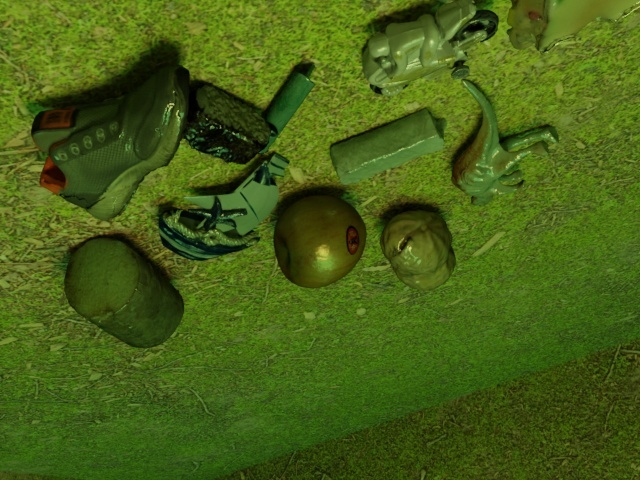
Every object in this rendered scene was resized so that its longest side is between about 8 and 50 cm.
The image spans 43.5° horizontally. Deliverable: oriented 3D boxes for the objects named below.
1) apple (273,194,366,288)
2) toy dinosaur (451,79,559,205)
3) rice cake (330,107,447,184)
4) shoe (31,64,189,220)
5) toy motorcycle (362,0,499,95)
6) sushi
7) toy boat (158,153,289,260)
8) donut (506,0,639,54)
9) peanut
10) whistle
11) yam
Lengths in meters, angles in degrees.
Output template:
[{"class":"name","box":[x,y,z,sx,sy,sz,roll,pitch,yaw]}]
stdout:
[{"class":"apple","box":[0.000,0.000,1.495,0.155,0.182,0.182,-19,157,-24]},{"class":"toy dinosaur","box":[0.316,-0.157,1.431,0.206,0.092,0.393,-18,156,21]},{"class":"rice cake","box":[0.115,-0.156,1.355,0.207,0.069,0.063,-18,153,14]},{"class":"shoe","box":[-0.312,-0.155,1.130,0.171,0.132,0.336,17,145,-30]},{"class":"toy motorcycle","box":[0.136,-0.271,1.137,0.151,0.074,0.229,8,156,-44]},{"class":"sushi","box":[-0.147,-0.170,1.193,0.150,0.090,0.078,17,137,-43]},{"class":"toy boat","box":[-0.180,-0.056,1.432,0.210,0.070,0.291,-5,149,-24]},{"class":"donut","box":[0.427,-0.356,1.012,0.371,0.150,0.307,0,150,-24]},{"class":"peanut","box":[0.211,0.025,1.683,0.149,0.149,0.313,-17,155,9]},{"class":"whistle","box":[-0.057,-0.199,1.229,0.039,0.039,0.186,4,149,-30]},{"class":"yam","box":[-0.378,0.112,1.571,0.161,0.161,0.268,-15,156,5]}]
